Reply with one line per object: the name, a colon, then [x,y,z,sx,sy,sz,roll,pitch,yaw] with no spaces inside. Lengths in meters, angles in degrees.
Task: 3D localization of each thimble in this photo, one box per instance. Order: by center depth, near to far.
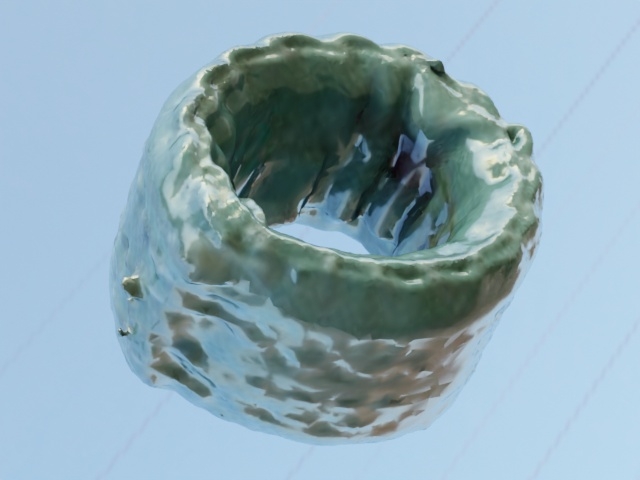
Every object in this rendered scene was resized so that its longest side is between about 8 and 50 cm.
thimble: [0.000,0.000,0.689,0.235,0.198,0.143,-19,-31,-33]
